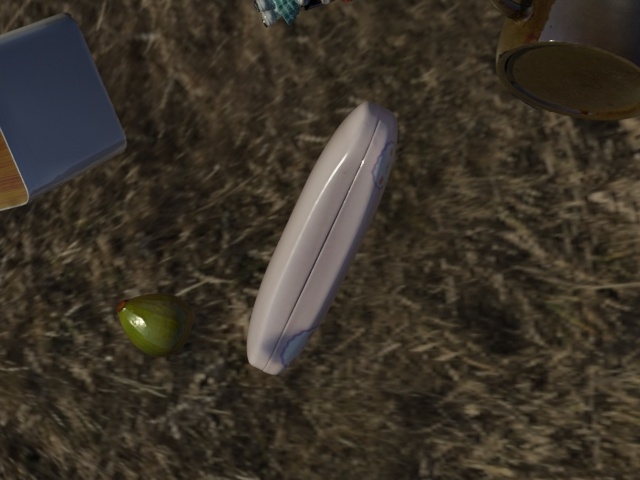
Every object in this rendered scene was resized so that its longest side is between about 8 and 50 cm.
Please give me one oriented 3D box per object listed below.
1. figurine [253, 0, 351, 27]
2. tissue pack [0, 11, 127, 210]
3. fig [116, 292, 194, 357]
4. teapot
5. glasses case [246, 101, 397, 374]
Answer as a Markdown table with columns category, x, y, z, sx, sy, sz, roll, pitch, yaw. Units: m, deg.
| category | x | y | z | sx | sy | sz | roll | pitch | yaw |
| --- | --- | --- | --- | --- | --- | --- | --- | --- | --- |
| figurine | -0.017 | -0.261 | 1.535 | 0.106 | 0.047 | 0.060 | -28 | 80 | -1 |
| tissue pack | -0.338 | -0.119 | 1.469 | 0.136 | 0.246 | 0.159 | -32 | 104 | -41 |
| fig | -0.186 | 0.091 | 1.610 | 0.088 | 0.074 | 0.074 | 24 | 80 | -14 |
| teapot | 0.115 | -0.102 | 0.638 | 0.121 | 0.076 | 0.068 | 26 | 70 | -28 |
| glasses case | 0.000 | 0.000 | 1.440 | 0.075 | 0.113 | 0.297 | 24 | 111 | -5 |
